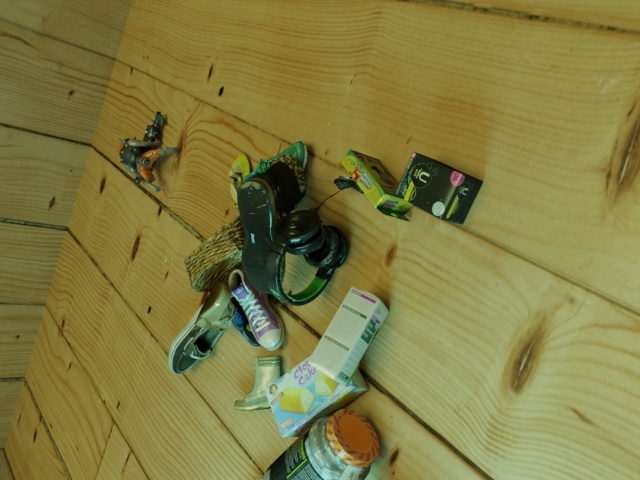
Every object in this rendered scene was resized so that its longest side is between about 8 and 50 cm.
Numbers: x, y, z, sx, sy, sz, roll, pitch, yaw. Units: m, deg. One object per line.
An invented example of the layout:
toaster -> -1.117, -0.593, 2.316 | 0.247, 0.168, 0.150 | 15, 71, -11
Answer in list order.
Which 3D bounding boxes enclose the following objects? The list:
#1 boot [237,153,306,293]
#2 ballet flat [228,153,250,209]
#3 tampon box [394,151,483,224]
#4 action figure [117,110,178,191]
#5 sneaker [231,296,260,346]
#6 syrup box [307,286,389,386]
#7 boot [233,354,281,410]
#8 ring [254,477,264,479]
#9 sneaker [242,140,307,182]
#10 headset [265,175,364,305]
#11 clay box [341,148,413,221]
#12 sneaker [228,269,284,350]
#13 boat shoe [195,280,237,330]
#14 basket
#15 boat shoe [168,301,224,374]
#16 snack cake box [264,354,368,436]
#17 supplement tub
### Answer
boot -> -0.137, -0.058, 1.737 | 0.138, 0.284, 0.378 | 3, 120, 18
ballet flat -> -0.289, -0.210, 2.027 | 0.077, 0.077, 0.231 | -25, 66, 41
tampon box -> 0.290, -0.129, 1.407 | 0.161, 0.101, 0.121 | 35, 109, 43
action figure -> -0.770, -0.400, 2.486 | 0.330, 0.178, 0.342 | 24, 102, 35
sneaker -> -0.252, 0.285, 1.923 | 0.209, 0.069, 0.082 | 52, 140, 33
syrup box -> 0.076, 0.250, 1.494 | 0.096, 0.093, 0.237 | 25, 76, 31
boot -> -0.199, 0.457, 1.824 | 0.213, 0.077, 0.165 | -20, 69, 36
ring -> -0.124, 0.858, 1.654 | 0.336, 0.032, 0.337 | 18, 112, 56
sneaker -> -0.146, -0.232, 1.862 | 0.275, 0.109, 0.107 | -33, 61, 36
headset -> 0.000, 0.000, 1.598 | 0.185, 0.243, 0.395 | 16, 79, 39
clay box -> 0.160, -0.146, 1.524 | 0.053, 0.127, 0.222 | -53, 51, 24
sneaker -> -0.220, 0.216, 1.813 | 0.102, 0.161, 0.282 | -35, 58, 8
boat shoe -> -0.319, 0.221, 1.831 | 0.122, 0.110, 0.341 | -67, 10, -23
basket -> -0.333, 0.019, 1.935 | 0.299, 0.213, 0.223 | -36, 60, 35
boat shoe -> -0.446, 0.371, 2.056 | 0.335, 0.121, 0.119 | -59, 44, 18
snack cake box -> -0.015, 0.415, 1.590 | 0.264, 0.089, 0.152 | -39, 57, 16
supplement tub -> 0.002, 0.599, 1.510 | 0.316, 0.193, 0.194 | -51, 51, 28
